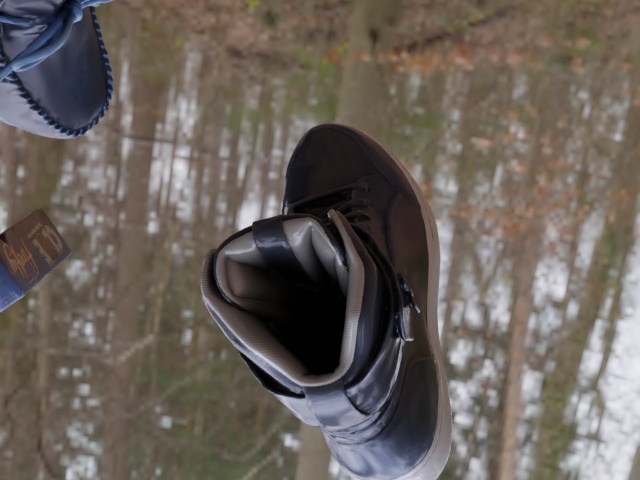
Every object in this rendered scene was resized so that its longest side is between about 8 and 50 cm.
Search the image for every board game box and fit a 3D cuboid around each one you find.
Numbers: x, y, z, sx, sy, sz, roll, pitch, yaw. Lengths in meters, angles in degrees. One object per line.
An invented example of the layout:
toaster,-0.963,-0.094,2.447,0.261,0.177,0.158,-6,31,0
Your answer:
board game box,-0.290,0.072,1.015,0.243,0.042,0.165,-34,-173,6

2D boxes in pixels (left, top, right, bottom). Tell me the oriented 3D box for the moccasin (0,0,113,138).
moccasin,-0.214,-0.183,1.019,0.117,0.342,0.137,12,-119,27

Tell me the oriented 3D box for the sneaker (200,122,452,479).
sneaker,0.002,0.000,0.767,0.086,0.163,0.226,-22,-126,14
